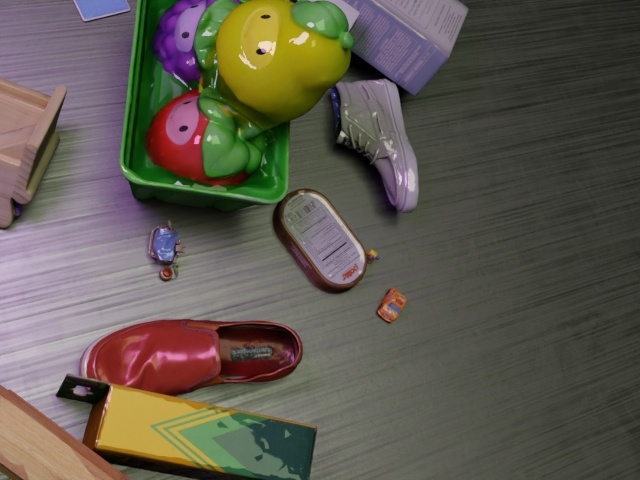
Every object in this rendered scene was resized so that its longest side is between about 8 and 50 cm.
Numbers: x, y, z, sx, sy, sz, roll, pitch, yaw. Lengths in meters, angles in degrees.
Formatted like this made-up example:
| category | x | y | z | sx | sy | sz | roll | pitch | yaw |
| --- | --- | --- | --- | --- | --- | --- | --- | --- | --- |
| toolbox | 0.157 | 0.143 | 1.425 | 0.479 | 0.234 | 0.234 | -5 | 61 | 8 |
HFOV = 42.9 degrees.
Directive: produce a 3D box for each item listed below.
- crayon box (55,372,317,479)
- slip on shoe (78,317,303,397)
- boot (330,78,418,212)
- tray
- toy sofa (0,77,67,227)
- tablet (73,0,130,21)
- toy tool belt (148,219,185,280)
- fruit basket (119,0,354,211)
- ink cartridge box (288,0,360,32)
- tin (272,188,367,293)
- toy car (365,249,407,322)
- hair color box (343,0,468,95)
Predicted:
| category | x | y | z | sx | sy | sz | roll | pitch | yaw |
| --- | --- | --- | --- | --- | --- | --- | --- | --- | --- |
| crayon box | -0.193 | 0.264 | 1.081 | 0.323 | 0.203 | 0.083 | 16 | 67 | -16 |
| slip on shoe | -0.178 | 0.166 | 1.179 | 0.331 | 0.101 | 0.123 | -1 | 75 | -21 |
| boot | 0.085 | -0.163 | 1.414 | 0.123 | 0.095 | 0.258 | -4 | 65 | -17 |
| tray | -0.263 | 0.338 | 1.021 | 0.411 | 0.203 | 0.076 | 39 | 63 | -8 |
| toy sofa | -0.556 | -0.175 | 1.130 | 0.362 | 0.177 | 0.150 | 20 | 41 | -15 |
| tablet | -0.363 | -0.394 | 1.346 | 0.083 | 0.006 | 0.054 | -23 | 82 | -28 |
| toy tool belt | -0.232 | 0.015 | 1.234 | 0.052 | 0.051 | 0.083 | 2 | 72 | -22 |
| fruit basket | -0.133 | -0.240 | 1.188 | 0.283 | 0.392 | 0.392 | 8 | 70 | -20 |
| ink cartridge box | -0.110 | -0.416 | 1.368 | 0.332 | 0.165 | 0.065 | 34 | 63 | -8 |
| tin | 0.000 | 0.000 | 1.345 | 0.106 | 0.040 | 0.190 | -37 | 89 | -24 |
| toy car | 0.101 | 0.075 | 1.357 | 0.060 | 0.040 | 0.122 | -37 | 89 | -28 |
| hair color box | 0.071 | -0.446 | 1.458 | 0.374 | 0.113 | 0.185 | 34 | 45 | -9 |
